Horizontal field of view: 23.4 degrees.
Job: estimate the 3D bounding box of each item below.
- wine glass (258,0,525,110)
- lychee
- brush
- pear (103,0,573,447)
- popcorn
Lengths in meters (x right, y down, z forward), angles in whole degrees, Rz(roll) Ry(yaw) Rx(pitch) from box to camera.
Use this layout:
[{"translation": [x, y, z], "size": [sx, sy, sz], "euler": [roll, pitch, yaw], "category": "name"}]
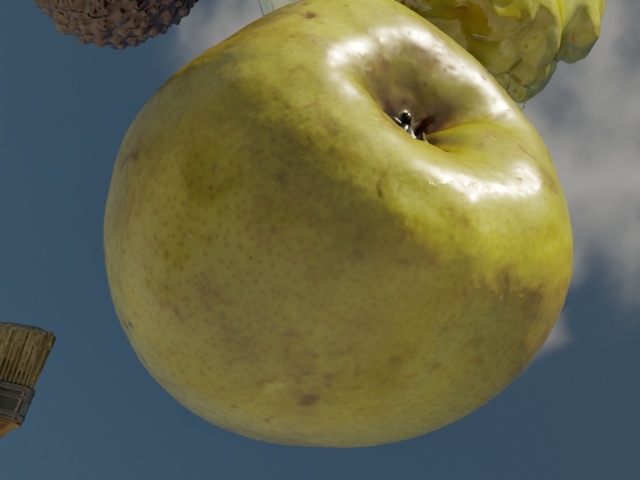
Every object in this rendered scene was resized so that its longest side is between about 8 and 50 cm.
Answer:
[{"translation": [0.062, -0.242, 1.618], "size": [0.238, 0.238, 0.323], "euler": [4, -41, 34], "category": "wine glass"}, {"translation": [-0.175, -0.265, 1.278], "size": [0.188, 0.188, 0.188], "euler": [14, -63, 30], "category": "lychee"}, {"translation": [-0.206, 0.128, 0.925], "size": [0.043, 0.170, 0.014], "euler": [11, -22, 21], "category": "brush"}, {"translation": [0.000, 0.000, 1.022], "size": [0.304, 0.304, 0.304], "euler": [14, -63, 30], "category": "pear"}, {"translation": [0.085, -0.227, 1.186], "size": [0.250, 0.235, 0.242], "euler": [-4, -104, 48], "category": "popcorn"}]
